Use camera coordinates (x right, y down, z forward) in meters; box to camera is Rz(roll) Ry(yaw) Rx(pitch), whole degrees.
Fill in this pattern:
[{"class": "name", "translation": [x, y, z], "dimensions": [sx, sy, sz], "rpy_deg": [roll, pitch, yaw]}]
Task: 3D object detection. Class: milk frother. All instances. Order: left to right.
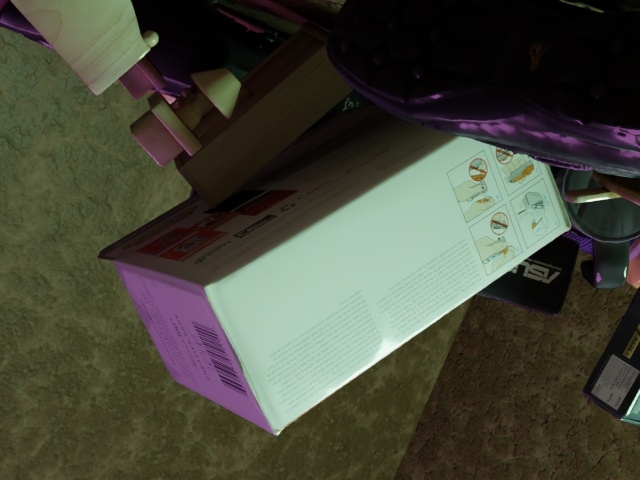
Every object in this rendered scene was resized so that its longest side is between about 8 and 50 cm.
[{"class": "milk frother", "translation": [0.280, -0.032, 0.906], "dimensions": [0.143, 0.129, 0.135], "rpy_deg": [-20, -179, 6]}]

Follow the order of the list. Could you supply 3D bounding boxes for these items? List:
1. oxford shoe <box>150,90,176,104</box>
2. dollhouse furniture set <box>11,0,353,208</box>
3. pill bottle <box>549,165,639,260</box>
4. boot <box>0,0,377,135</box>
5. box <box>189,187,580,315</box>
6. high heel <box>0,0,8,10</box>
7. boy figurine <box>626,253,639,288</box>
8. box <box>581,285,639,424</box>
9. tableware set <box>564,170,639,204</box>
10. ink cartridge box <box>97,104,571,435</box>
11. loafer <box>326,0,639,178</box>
[{"class": "oxford shoe", "translation": [-0.258, -0.329, 1.683], "dimensions": [0.133, 0.130, 0.364], "rpy_deg": [56, 178, -24]}, {"class": "dollhouse furniture set", "translation": [-0.146, -0.225, 0.854], "dimensions": [0.355, 0.174, 0.303], "rpy_deg": [50, -179, -22]}, {"class": "pill bottle", "translation": [0.283, -0.044, 1.163], "dimensions": [0.169, 0.094, 0.094], "rpy_deg": [21, -175, -17]}, {"class": "boot", "translation": [-0.173, -0.208, 1.204], "dimensions": [0.445, 0.146, 0.367], "rpy_deg": [16, 177, -26]}, {"class": "box", "translation": [0.052, -0.022, 1.199], "dimensions": [0.394, 0.097, 0.318], "rpy_deg": [17, -179, -12]}, {"class": "high heel", "translation": [-0.449, -0.253, 0.852], "dimensions": [0.377, 0.181, 0.127], "rpy_deg": [36, -174, -8]}, {"class": "boy figurine", "translation": [0.394, -0.001, 1.307], "dimensions": [0.177, 0.092, 0.285], "rpy_deg": [28, -171, 9]}, {"class": "box", "translation": [0.388, 0.084, 1.072], "dimensions": [0.183, 0.233, 0.059], "rpy_deg": [18, -167, -46]}, {"class": "tableware set", "translation": [0.211, -0.037, 0.657], "dimensions": [0.128, 0.039, 0.194], "rpy_deg": [24, -163, 13]}, {"class": "ink cartridge box", "translation": [0.000, 0.000, 0.885], "dimensions": [0.272, 0.309, 0.130], "rpy_deg": [10, 128, 61]}, {"class": "loafer", "translation": [0.093, -0.068, 0.450], "dimensions": [0.223, 0.076, 0.078], "rpy_deg": [22, 176, 43]}]
